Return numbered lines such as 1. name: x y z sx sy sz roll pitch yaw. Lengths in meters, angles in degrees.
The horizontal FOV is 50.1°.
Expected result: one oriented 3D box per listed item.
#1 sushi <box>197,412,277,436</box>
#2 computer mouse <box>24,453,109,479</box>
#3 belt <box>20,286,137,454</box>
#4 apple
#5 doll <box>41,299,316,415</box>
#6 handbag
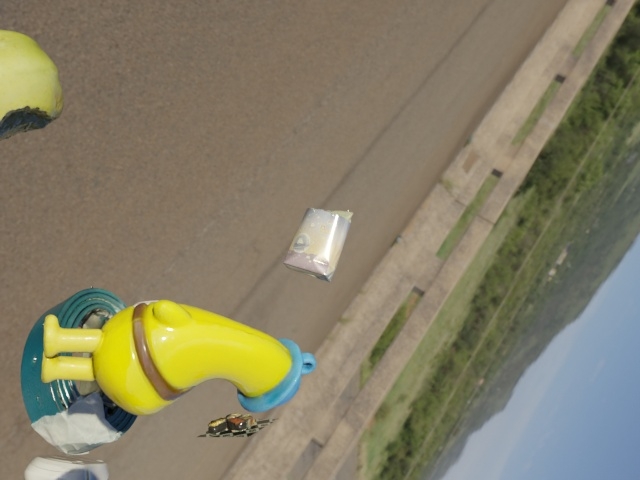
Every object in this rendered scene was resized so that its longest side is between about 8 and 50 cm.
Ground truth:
1. sushi: -0.167 0.366 1.383 0.120 0.126 0.026 -7 89 -66
2. computer mouse: -0.702 0.663 1.899 0.297 0.184 0.121 103 -6 -73
3. belt: -0.641 0.351 1.865 0.173 0.436 0.300 -32 144 32
4. apple: -0.678 -0.307 1.404 0.279 0.279 0.279 -51 162 -24
5. doll: -0.179 0.157 0.915 0.145 0.363 0.199 -101 -156 -44
6. handbag: 0.000 0.000 1.570 0.095 0.117 0.173 55 55 -68
